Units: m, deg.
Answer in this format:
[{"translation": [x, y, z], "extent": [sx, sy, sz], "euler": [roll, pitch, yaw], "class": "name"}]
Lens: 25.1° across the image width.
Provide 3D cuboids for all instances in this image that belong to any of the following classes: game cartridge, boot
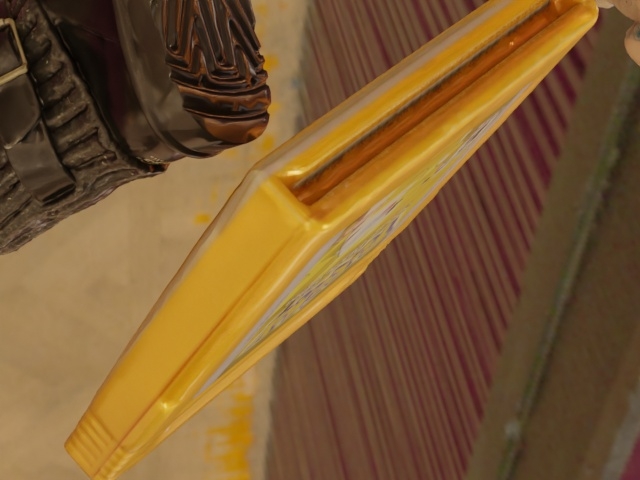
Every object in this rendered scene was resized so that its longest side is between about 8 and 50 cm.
[{"translation": [0.000, 0.000, 0.852], "extent": [0.285, 0.052, 0.323], "euler": [-38, 170, -41], "class": "game cartridge"}, {"translation": [-0.186, -0.181, 0.986], "extent": [0.260, 0.348, 0.131], "euler": [-17, 166, 36], "class": "boot"}]

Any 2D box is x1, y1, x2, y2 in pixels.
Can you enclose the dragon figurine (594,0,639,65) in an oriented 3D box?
[{"translation": [0.278, -0.231, 1.237], "extent": [0.144, 0.289, 0.085], "euler": [-34, 142, -33], "class": "dragon figurine"}]
